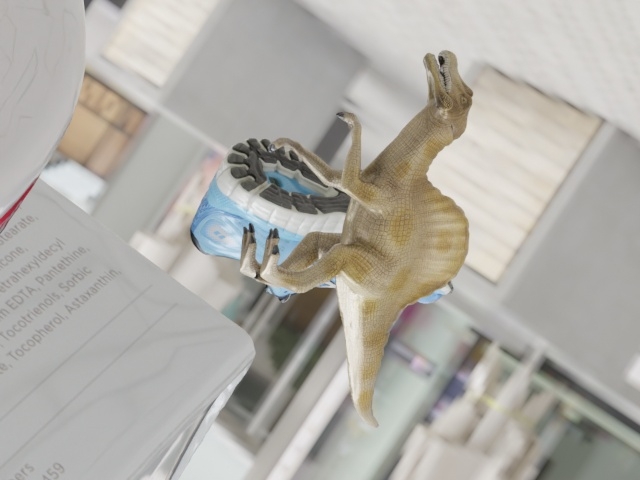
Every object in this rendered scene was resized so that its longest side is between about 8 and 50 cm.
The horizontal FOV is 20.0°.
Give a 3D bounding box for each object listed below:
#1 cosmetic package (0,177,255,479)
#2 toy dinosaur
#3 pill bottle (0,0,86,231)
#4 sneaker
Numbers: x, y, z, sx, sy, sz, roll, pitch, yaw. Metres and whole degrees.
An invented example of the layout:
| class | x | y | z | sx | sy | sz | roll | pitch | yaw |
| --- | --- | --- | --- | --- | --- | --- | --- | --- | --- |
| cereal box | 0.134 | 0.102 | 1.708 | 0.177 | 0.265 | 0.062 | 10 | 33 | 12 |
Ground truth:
| class | x | y | z | sx | sy | sz | roll | pitch | yaw |
| --- | --- | --- | --- | --- | --- | --- | --- | --- | --- |
| cosmetic package | -0.323 | 0.126 | 1.133 | 0.394 | 0.329 | 0.327 | 37 | -143 | 6 |
| toy dinosaur | 0.016 | 0.009 | 0.770 | 0.093 | 0.183 | 0.053 | 8 | -158 | -16 |
| pill bottle | -0.215 | -0.017 | 0.672 | 0.176 | 0.176 | 0.318 | 34 | 147 | -9 |
| sneaker | 0.000 | 0.000 | 0.972 | 0.162 | 0.073 | 0.063 | 22 | -142 | -31 |
